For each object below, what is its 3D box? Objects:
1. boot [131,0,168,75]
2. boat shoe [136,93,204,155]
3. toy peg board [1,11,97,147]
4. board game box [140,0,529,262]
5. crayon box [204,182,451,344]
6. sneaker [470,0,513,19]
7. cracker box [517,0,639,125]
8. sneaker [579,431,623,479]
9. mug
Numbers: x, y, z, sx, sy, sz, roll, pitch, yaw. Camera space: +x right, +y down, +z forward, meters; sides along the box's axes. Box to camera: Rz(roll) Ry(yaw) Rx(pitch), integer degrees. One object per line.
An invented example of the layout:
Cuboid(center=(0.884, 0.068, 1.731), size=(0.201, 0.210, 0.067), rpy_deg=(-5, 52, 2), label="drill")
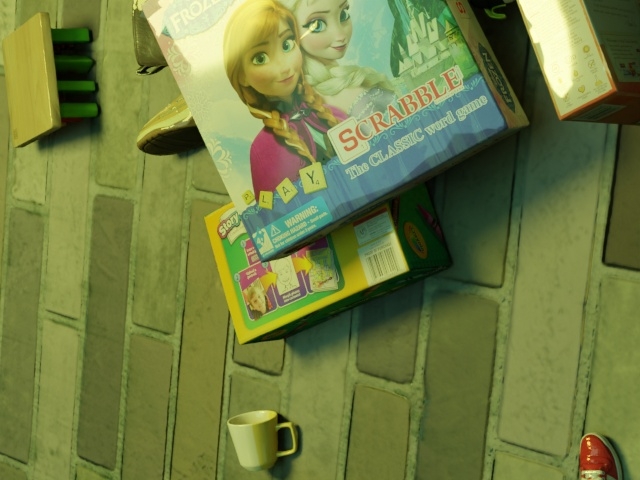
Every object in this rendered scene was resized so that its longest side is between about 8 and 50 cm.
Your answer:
Cuboid(center=(-0.125, -0.309, 1.467), size=(0.229, 0.091, 0.262), rpy_deg=(15, 103, 23), label="boot")
Cuboid(center=(-0.156, -0.168, 1.566), size=(0.190, 0.068, 0.072), rpy_deg=(-21, 65, 29), label="boat shoe")
Cuboid(center=(-0.383, -0.225, 1.761), size=(0.161, 0.079, 0.161), rpy_deg=(-13, 83, 57), label="toy peg board")
Cuboid(center=(0.005, -0.185, 1.280), size=(0.319, 0.066, 0.318), rpy_deg=(-29, 83, 28), label="board game box")
Cuboid(center=(0.000, 0.000, 1.417), size=(0.278, 0.081, 0.165), rpy_deg=(-26, 75, 39), label="crayon box")
Cuboid(center=(0.135, -0.332, 1.246), size=(0.097, 0.084, 0.234), rpy_deg=(-32, 82, 16), label="sneaker")
Cuboid(center=(0.246, -0.224, 1.141), size=(0.067, 0.156, 0.232), rpy_deg=(-26, 74, 39), label="cracker box")
Cuboid(center=(0.264, 0.250, 1.207), size=(0.042, 0.067, 0.118), rpy_deg=(-12, 84, 41), label="sneaker")
Cuboid(center=(-0.074, 0.247, 1.511), size=(0.078, 0.062, 0.064), rpy_deg=(-2, 99, 48), label="mug")
